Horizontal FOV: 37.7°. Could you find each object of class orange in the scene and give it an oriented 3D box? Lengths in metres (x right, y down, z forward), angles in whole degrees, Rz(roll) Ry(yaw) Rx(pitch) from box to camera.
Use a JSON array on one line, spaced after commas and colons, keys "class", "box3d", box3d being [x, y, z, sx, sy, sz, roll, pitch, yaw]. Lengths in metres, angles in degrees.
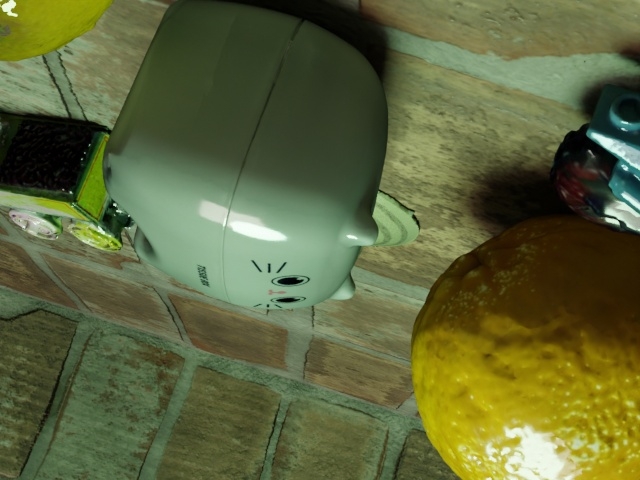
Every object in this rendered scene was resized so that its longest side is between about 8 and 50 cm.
[{"class": "orange", "box3d": [0.256, 0.123, 1.013, 0.293, 0.340, 0.340, 49, 153, -15]}]

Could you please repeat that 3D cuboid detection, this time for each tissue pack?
[{"class": "tissue pack", "box3d": [-0.053, -0.062, 0.896, 0.236, 0.229, 0.333, 18, 164, 1]}]

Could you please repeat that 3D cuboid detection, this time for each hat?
[{"class": "hat", "box3d": [0.000, 0.000, 1.248, 0.252, 0.110, 0.252, 17, 163, 5]}]

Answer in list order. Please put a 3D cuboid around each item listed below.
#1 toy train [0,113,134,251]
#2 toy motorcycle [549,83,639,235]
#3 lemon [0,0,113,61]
[{"class": "toy train", "box3d": [-0.366, -0.079, 1.326, 0.261, 0.134, 0.177, 10, 161, 24]}, {"class": "toy motorcycle", "box3d": [0.393, -0.024, 0.725, 0.416, 0.172, 0.232, 24, 158, 12]}, {"class": "lemon", "box3d": [-0.227, -0.224, 0.651, 0.188, 0.188, 0.256, 16, 161, 8]}]
